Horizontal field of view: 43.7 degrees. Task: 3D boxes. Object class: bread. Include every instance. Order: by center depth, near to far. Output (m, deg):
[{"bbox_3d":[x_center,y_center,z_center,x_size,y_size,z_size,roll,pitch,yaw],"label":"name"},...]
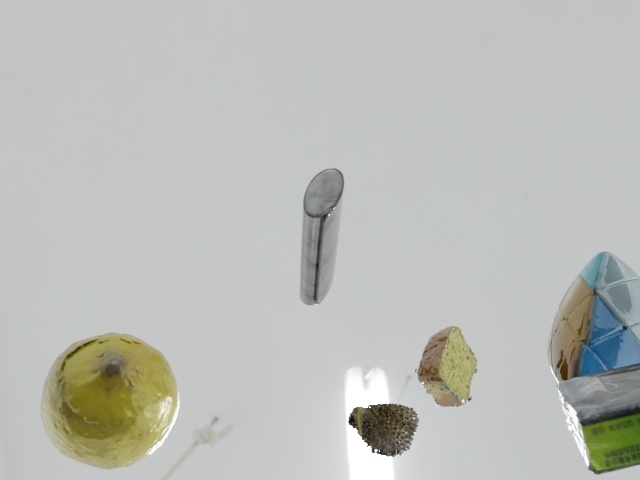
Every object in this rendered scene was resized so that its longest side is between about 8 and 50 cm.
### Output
[{"bbox_3d":[0.228,0.231,1.439,0.065,0.187,0.103,-25,-74,24],"label":"bread"}]

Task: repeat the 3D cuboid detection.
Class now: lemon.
[{"bbox_3d":[-0.273,0.207,1.032,0.193,0.181,0.180,-9,-76,55],"label":"lemon"}]

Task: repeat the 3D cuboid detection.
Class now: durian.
[{"bbox_3d":[0.104,0.309,1.267,0.111,0.140,0.071,-9,-122,19],"label":"durian"}]

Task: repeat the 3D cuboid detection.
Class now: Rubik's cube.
[{"bbox_3d":[0.491,0.181,1.347,0.255,0.254,0.254,5,-74,17],"label":"Rubik's cube"}]

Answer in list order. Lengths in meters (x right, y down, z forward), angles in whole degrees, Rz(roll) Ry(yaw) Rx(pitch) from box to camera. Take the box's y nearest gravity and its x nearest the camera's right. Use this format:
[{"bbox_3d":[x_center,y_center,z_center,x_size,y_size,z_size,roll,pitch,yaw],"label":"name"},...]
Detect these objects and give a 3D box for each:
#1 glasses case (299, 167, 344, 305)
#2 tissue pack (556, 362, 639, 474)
[{"bbox_3d":[0.000,0.000,1.450,0.060,0.114,0.299,18,-32,9],"label":"glasses case"},{"bbox_3d":[0.368,0.157,0.800,0.236,0.173,0.073,-16,-93,11],"label":"tissue pack"}]
